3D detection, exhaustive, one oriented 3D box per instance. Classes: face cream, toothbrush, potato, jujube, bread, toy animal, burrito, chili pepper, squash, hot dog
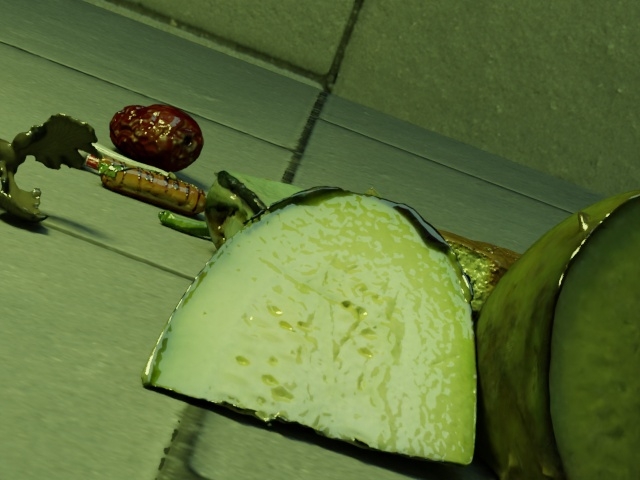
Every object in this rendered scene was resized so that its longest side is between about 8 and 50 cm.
[{"bbox_3d":[-0.260,-0.092,1.871,0.083,0.021,0.040,23,11,8],"label":"face cream"},{"bbox_3d":[-0.175,-0.067,1.923,0.204,0.017,0.022,24,21,15],"label":"toothbrush"},{"bbox_3d":[0.159,0.103,1.350,0.112,0.269,0.255,17,-17,-17],"label":"potato"},{"bbox_3d":[-0.186,-0.116,2.006,0.077,0.077,0.129,12,7,-41],"label":"jujube"},{"bbox_3d":[0.161,0.037,1.893,0.128,0.069,0.140,15,10,-22],"label":"bread"},{"bbox_3d":[-0.313,-0.079,1.549,0.186,0.094,0.214,22,16,36],"label":"toy animal"},{"bbox_3d":[0.000,0.000,1.730,0.229,0.089,0.144,10,28,-42],"label":"burrito"},{"bbox_3d":[-0.117,-0.014,1.757,0.083,0.017,0.030,15,10,-24],"label":"chili pepper"},{"bbox_3d":[0.005,0.045,1.310,0.236,0.155,0.204,19,7,-10],"label":"squash"},{"bbox_3d":[-0.167,-0.057,1.830,0.122,0.037,0.049,20,7,-14],"label":"hot dog"}]
